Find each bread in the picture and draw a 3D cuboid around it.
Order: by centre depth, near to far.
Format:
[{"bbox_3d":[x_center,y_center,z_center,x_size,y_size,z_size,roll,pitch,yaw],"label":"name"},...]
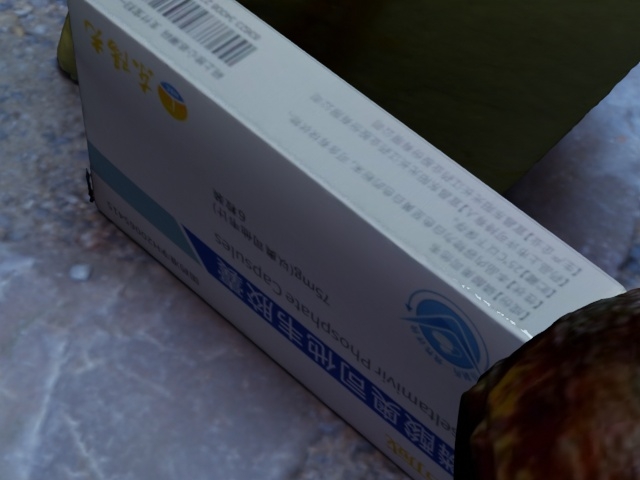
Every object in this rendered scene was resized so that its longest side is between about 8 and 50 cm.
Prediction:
[{"bbox_3d":[0.027,-0.197,0.965,0.345,0.405,0.242,21,62,-2],"label":"bread"}]

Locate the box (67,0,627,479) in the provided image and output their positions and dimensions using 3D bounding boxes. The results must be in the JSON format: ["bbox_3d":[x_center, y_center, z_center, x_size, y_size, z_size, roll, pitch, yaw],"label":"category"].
[{"bbox_3d":[0.000,0.000,0.877,0.343,0.200,0.065,39,61,25],"label":"box"}]

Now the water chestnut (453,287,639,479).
[{"bbox_3d":[0.137,0.184,0.642,0.302,0.350,0.350,-8,50,12],"label":"water chestnut"}]
